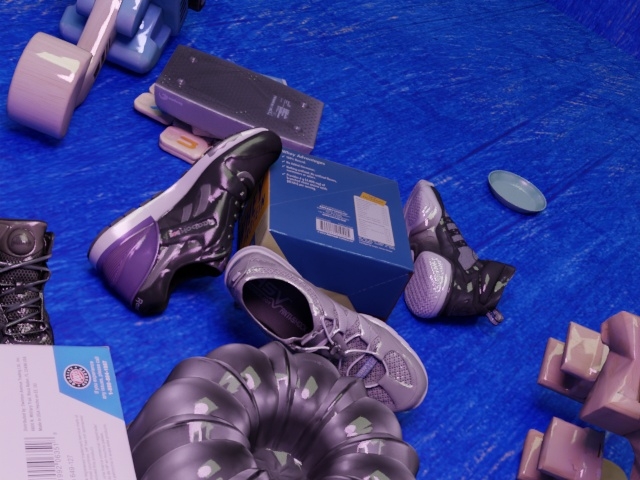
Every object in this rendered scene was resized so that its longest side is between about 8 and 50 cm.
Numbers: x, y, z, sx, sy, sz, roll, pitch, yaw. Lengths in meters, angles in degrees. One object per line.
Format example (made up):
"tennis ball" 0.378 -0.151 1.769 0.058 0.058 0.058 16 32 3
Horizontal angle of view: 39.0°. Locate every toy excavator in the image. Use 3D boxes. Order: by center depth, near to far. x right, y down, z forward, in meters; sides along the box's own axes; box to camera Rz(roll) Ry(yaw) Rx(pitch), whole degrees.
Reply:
"toy excavator" -0.328 -0.343 1.416 0.222 0.445 0.433 21 -7 -7

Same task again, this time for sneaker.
"sneaker" -0.316 0.063 0.933 0.087 0.130 0.227 -1 44 -32
"sneaker" -0.001 0.118 1.045 0.281 0.105 0.115 33 8 -2
"sneaker" -0.137 -0.019 1.121 0.283 0.107 0.124 -41 75 -16
"sneaker" 0.202 0.024 1.358 0.153 0.101 0.268 17 41 -15

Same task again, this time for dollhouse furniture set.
"dollhouse furniture set" 0.397 0.257 0.958 0.257 0.362 0.394 23 62 -3

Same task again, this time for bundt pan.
"bundt pan" -0.039 0.227 0.900 0.331 0.124 0.330 18 34 -13

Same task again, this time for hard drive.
"hard drive" -0.126 -0.212 1.415 0.255 0.054 0.172 21 35 -8

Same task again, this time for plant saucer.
"plant saucer" 0.361 -0.086 1.675 0.119 0.021 0.119 18 35 -13

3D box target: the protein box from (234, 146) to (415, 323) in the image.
"protein box" 0.000 0.000 1.217 0.200 0.136 0.201 16 35 -15

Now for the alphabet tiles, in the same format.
"alphabet tiles" -0.152 -0.187 1.473 0.278 0.021 0.284 26 34 0

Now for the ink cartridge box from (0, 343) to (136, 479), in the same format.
"ink cartridge box" -0.290 0.198 0.729 0.233 0.168 0.171 6 38 -27

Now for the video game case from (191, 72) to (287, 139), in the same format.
"video game case" -0.129 -0.226 1.499 0.193 0.023 0.212 9 37 -24
